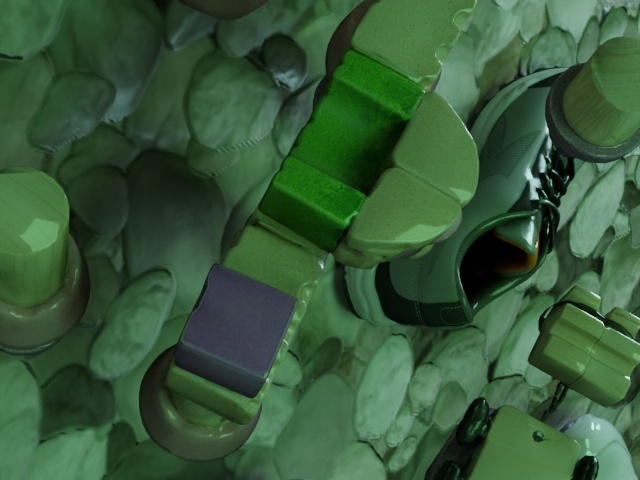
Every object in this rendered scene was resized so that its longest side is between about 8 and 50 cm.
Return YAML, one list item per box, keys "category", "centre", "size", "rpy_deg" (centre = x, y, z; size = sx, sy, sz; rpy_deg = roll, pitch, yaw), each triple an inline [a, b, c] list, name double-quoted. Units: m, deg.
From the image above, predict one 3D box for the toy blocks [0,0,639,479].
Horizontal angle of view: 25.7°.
- category: "toy blocks"
  centre: [0.000, 0.000, 0.756]
  size: [0.288, 0.309, 0.260]
  rpy_deg: [-62, -179, -22]

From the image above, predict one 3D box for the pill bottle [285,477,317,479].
- category: "pill bottle"
  centre: [-0.064, 0.216, 0.862]
  size: [0.187, 0.112, 0.112]
  rpy_deg: [-6, 108, -46]

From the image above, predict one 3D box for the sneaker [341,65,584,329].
- category: "sneaker"
  centre: [0.136, -0.025, 0.996]
  size: [0.271, 0.108, 0.100]
  rpy_deg: [-45, 130, -29]

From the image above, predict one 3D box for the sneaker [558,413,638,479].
- category: "sneaker"
  centre: [0.274, 0.274, 1.219]
  size: [0.114, 0.152, 0.305]
  rpy_deg: [-40, 129, -28]
